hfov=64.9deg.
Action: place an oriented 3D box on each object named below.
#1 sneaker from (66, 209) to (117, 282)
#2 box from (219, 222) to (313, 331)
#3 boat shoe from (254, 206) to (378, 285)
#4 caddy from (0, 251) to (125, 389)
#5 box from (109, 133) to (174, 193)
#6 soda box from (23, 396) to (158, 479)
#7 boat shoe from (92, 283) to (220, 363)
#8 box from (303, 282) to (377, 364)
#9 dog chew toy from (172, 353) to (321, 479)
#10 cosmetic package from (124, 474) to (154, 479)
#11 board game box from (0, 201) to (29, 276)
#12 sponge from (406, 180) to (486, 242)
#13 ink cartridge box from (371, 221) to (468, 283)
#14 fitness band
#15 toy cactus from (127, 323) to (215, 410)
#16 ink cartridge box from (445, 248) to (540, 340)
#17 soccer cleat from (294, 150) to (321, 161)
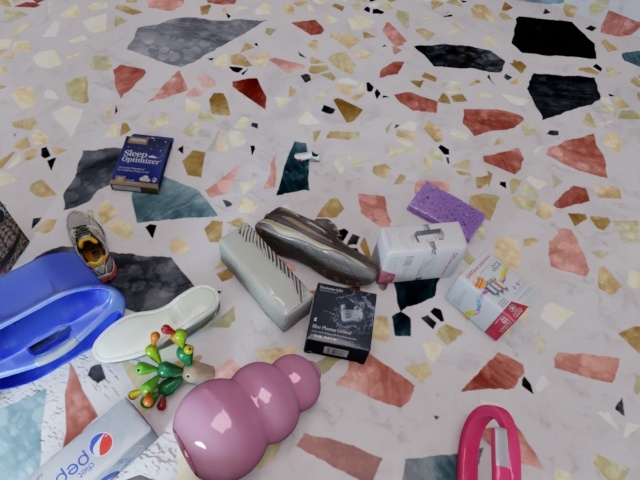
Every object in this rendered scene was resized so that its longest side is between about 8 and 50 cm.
[{"bbox_3d":[-0.599,0.000,1.309,0.088,0.093,0.225,-30,65,-22],"label":"sneaker"},{"bbox_3d":[-0.143,0.092,1.292,0.094,0.113,0.275,-35,69,-26],"label":"box"},{"bbox_3d":[0.000,0.000,1.354,0.355,0.132,0.130,25,59,8],"label":"boat shoe"},{"bbox_3d":[-0.608,0.187,1.105,0.341,0.241,0.179,-32,62,-23],"label":"caddy"},{"bbox_3d":[-0.529,-0.242,1.506,0.136,0.036,0.225,5,56,-3],"label":"box"},{"bbox_3d":[-0.482,0.465,1.028,0.098,0.091,0.286,40,62,19],"label":"soda box"},{"bbox_3d":[-0.380,0.211,1.202,0.305,0.091,0.109,-26,65,-20],"label":"boat shoe"},{"bbox_3d":[0.050,0.205,1.252,0.156,0.093,0.158,11,56,1],"label":"box"},{"bbox_3d":[-0.140,0.359,1.080,0.332,0.207,0.206,-25,63,-30],"label":"dog chew toy"},{"bbox_3d":[-0.198,0.594,0.828,0.453,0.161,0.230,13,85,19],"label":"cosmetic package"},{"bbox_3d":[-0.855,-0.003,1.166,0.141,0.291,0.232,15,58,4],"label":"board game box"},{"bbox_3d":[0.378,-0.086,1.509,0.210,0.031,0.117,32,60,13],"label":"sponge"},{"bbox_3d":[0.260,0.034,1.344,0.217,0.158,0.092,-3,58,-9],"label":"ink cartridge box"},{"bbox_3d":[0.341,0.485,1.036,0.054,0.209,0.291,14,58,-1],"label":"fitness band"},{"bbox_3d":[-0.319,0.292,1.125,0.180,0.219,0.112,16,8,-36],"label":"toy cactus"},{"bbox_3d":[0.444,0.141,1.315,0.176,0.127,0.128,42,63,20],"label":"ink cartridge box"},{"bbox_3d":[-0.039,-0.266,1.574,0.083,0.036,0.029,6,57,-3],"label":"soccer cleat"}]
